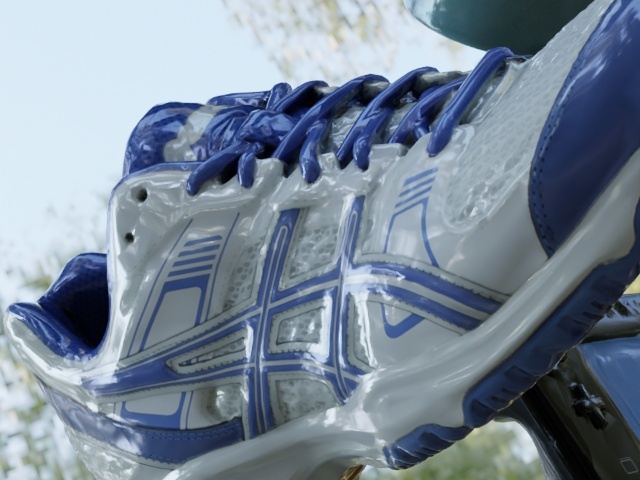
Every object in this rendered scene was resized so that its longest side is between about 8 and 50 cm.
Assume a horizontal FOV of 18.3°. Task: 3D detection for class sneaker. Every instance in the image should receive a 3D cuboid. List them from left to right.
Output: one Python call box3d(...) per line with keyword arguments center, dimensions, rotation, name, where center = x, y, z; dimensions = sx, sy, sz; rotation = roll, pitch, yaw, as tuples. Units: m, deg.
box3d(center=(0.000, 0.000, 0.586), dimensions=(0.296, 0.131, 0.112), rotation=(-42, 2, 40), name="sneaker")

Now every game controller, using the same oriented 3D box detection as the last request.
box3d(center=(0.211, 0.106, 1.210), dimensions=(0.067, 0.166, 0.319), rotation=(-51, -25, 24), name="game controller")

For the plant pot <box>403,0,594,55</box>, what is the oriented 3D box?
box3d(center=(0.170, -0.284, 1.521), dimensions=(0.271, 0.272, 0.255), rotation=(-4, -59, -27), name="plant pot")
